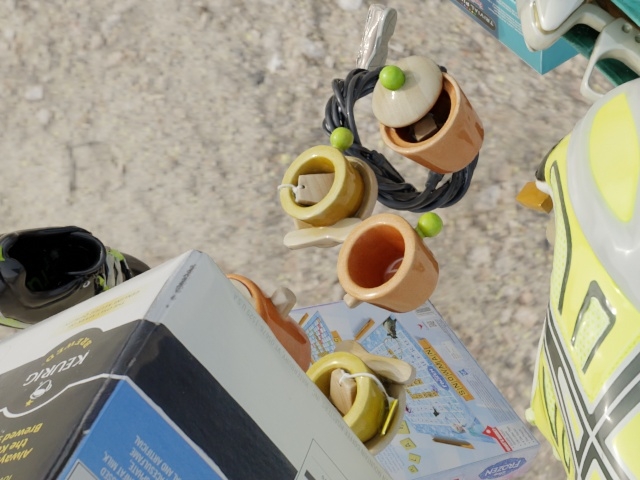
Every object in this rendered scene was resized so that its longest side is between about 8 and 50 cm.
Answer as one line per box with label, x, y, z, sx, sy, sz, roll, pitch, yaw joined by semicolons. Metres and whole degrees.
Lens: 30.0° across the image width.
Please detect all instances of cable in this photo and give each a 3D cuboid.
cable;0.076;-0.099;1.169;0.047;0.184;0.151;-13;87;51

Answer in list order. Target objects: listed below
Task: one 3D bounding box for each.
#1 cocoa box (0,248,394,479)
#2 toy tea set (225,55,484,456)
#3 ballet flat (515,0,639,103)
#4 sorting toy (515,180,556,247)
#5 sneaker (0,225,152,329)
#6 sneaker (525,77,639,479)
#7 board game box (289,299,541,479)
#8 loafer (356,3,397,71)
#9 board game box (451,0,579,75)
cocoa box;-0.157;0.204;0.638;0.347;0.228;0.231;-24;115;34
toy tea set;0.000;0.000;0.947;0.200;0.124;0.336;8;72;41
ballet flat;0.191;-0.144;0.806;0.247;0.083;0.087;42;69;9
sorting toy;0.372;-0.075;1.447;0.041;0.307;0.229;39;85;-24
sneaker;-0.199;0.035;0.983;0.097;0.234;0.084;-22;75;31
sneaker;0.174;0.107;0.538;0.147;0.145;0.385;-21;60;57
board game box;0.073;0.208;1.579;0.319;0.318;0.066;55;141;39
loafer;0.073;-0.274;1.699;0.039;0.045;0.125;28;108;30
board game box;0.300;-0.357;1.362;0.336;0.079;0.254;-31;54;-15
